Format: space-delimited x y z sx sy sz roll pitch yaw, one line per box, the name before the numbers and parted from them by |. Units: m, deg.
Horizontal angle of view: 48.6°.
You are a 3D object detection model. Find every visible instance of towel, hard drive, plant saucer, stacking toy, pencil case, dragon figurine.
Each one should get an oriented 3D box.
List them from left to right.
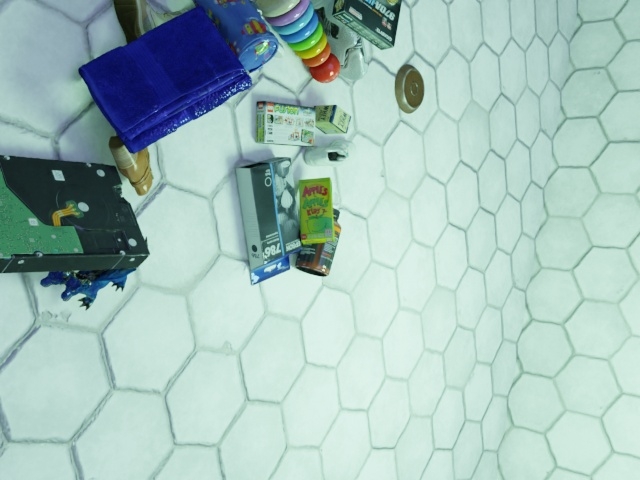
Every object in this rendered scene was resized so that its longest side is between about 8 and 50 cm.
hard drive | -0.520 -0.051 1.378 0.339 0.064 0.236 -1 57 -51
dragon figurine | -0.449 0.060 1.492 0.289 0.144 0.085 -31 81 -39
towel | -0.324 -0.347 1.488 0.308 0.076 0.227 -33 81 -14
pencil case | -0.215 -0.514 1.627 0.119 0.306 0.133 -28 162 -20
stacking toy | -0.042 -0.554 1.941 0.330 0.141 0.141 52 56 -46
plant saucer | 0.313 -0.521 2.438 0.169 0.029 0.168 -7 99 -50

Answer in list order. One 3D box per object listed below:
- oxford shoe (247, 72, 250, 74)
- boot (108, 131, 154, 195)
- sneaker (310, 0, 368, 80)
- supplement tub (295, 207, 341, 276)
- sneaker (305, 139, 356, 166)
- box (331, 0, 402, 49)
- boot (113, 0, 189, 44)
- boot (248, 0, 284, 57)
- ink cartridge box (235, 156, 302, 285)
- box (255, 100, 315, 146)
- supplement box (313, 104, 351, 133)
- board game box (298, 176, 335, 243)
oxford shoe | -0.270 -0.380 1.669 0.348 0.123 0.130 -33 163 -43
boot | -0.408 -0.211 1.586 0.152 0.073 0.197 73 22 -48
sneaker | 0.087 -0.665 2.062 0.210 0.138 0.365 -46 124 -33
supplement tub | 0.000 0.000 2.066 0.106 0.106 0.197 29 73 -48
sneaker | 0.055 -0.254 2.110 0.212 0.094 0.080 -21 109 -47
box | 0.134 -0.661 1.982 0.220 0.051 0.175 21 74 -43
boot | -0.365 -0.503 1.590 0.165 0.077 0.213 -38 129 -40
boot | -0.159 -0.542 1.785 0.190 0.069 0.086 28 76 -28
ink cartridge box | -0.133 -0.051 1.936 0.165 0.065 0.332 -24 114 -47
box | -0.093 -0.321 1.969 0.207 0.036 0.114 -4 98 -50
supplement box | 0.030 -0.353 2.075 0.083 0.083 0.056 27 74 -49
board game box | -0.011 -0.085 2.012 0.043 0.092 0.181 62 25 -73
